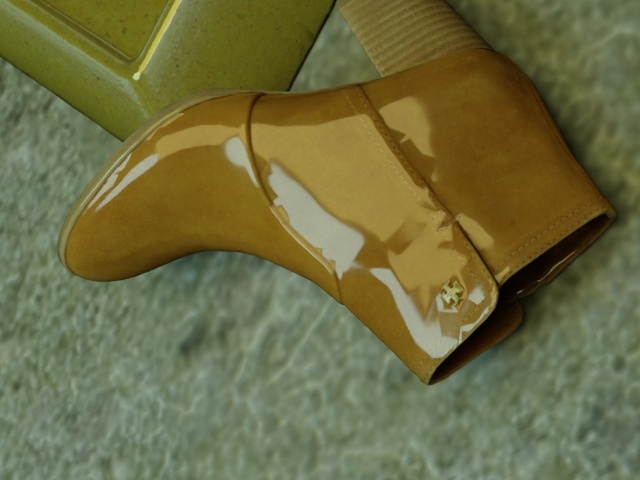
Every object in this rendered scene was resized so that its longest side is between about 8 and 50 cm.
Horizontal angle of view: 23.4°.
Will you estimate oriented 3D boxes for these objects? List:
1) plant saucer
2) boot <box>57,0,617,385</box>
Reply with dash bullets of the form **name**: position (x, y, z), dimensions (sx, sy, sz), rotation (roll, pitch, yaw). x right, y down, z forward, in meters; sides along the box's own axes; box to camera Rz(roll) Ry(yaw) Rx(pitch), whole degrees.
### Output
- **plant saucer**: position (-0.122, -0.246, 1.015), dimensions (0.333, 0.081, 0.332), rotation (34, 101, 30)
- **boot**: position (0.001, 0.000, 0.880), dimensions (0.295, 0.104, 0.211), rotation (-36, 67, 12)
